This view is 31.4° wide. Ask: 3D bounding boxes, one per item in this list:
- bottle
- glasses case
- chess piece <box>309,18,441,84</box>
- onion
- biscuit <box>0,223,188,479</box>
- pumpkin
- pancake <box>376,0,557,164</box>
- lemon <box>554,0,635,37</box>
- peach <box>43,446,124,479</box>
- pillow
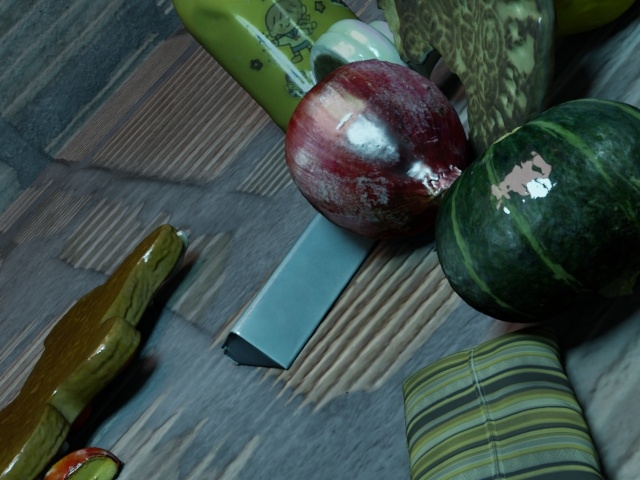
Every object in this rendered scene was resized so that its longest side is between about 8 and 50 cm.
[{"bbox_3d":[-0.089,-0.300,1.392,0.171,0.351,0.171,-37,23,19],"label":"bottle"},{"bbox_3d":[0.000,0.000,1.084,0.266,0.056,0.105,-54,23,-22],"label":"glasses case"},{"bbox_3d":[0.129,-0.225,1.204,0.271,0.139,0.139,-38,18,-16],"label":"chess piece"},{"bbox_3d":[0.062,-0.068,0.973,0.159,0.159,0.195,-46,41,-4],"label":"onion"},{"bbox_3d":[-0.281,0.167,1.269,0.283,0.064,0.432,-39,18,27],"label":"biscuit"},{"bbox_3d":[0.152,-0.017,0.724,0.167,0.167,0.125,-34,68,26],"label":"pumpkin"},{"bbox_3d":[0.119,-0.203,0.986,0.033,0.286,0.288,-15,12,-18],"label":"pancake"},{"bbox_3d":[0.211,-0.278,1.018,0.192,0.192,0.231,-45,23,-1],"label":"lemon"},{"bbox_3d":[-0.237,0.233,1.104,0.083,0.050,0.077,-26,29,33],"label":"peach"},{"bbox_3d":[0.100,0.113,0.663,0.113,0.038,0.203,-21,20,9],"label":"pillow"}]
